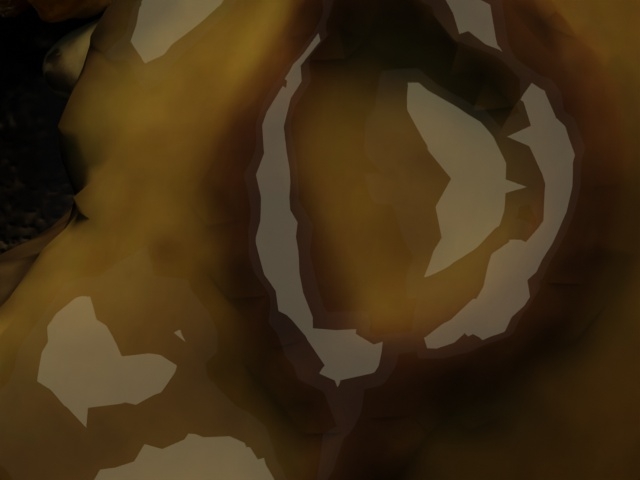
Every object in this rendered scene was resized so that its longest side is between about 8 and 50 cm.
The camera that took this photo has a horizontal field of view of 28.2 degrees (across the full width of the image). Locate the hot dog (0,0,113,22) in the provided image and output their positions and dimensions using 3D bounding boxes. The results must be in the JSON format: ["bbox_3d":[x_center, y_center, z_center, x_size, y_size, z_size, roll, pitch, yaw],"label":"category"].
[{"bbox_3d":[-0.128,-0.274,0.652,0.135,0.100,0.337,7,81,5],"label":"hot dog"}]

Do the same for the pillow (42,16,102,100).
[{"bbox_3d":[-0.016,-0.099,0.616,0.241,0.051,0.093,-21,81,4],"label":"pillow"}]

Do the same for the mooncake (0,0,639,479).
[{"bbox_3d":[0.000,0.000,0.477,0.393,0.246,0.394,-5,90,6],"label":"mooncake"}]
